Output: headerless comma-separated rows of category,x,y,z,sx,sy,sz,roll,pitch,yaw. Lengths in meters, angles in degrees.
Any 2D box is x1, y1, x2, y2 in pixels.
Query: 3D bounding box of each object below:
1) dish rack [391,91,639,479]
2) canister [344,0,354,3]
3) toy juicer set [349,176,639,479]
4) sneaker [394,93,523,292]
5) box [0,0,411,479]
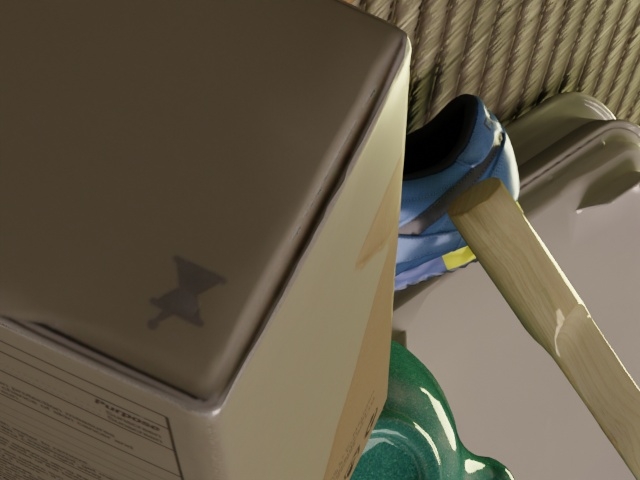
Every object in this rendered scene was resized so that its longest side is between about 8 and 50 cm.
dish rack,0.110,0.099,1.082,0.333,0.285,0.072,-34,-157,-33
canister,0.027,-0.140,0.617,0.170,0.073,0.126,-36,162,-19
toy juicer set,-0.001,0.071,0.891,0.329,0.209,0.089,-19,-170,-21
sneaker,0.000,0.000,0.938,0.209,0.069,0.082,-31,128,-12
box,-0.061,0.024,0.644,0.121,0.148,0.311,-61,171,-20
